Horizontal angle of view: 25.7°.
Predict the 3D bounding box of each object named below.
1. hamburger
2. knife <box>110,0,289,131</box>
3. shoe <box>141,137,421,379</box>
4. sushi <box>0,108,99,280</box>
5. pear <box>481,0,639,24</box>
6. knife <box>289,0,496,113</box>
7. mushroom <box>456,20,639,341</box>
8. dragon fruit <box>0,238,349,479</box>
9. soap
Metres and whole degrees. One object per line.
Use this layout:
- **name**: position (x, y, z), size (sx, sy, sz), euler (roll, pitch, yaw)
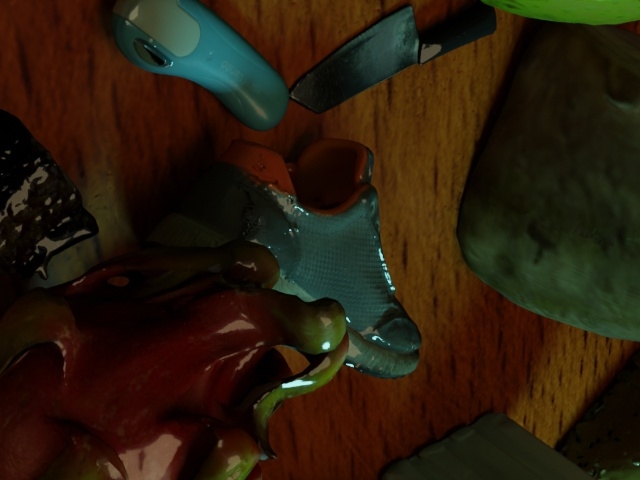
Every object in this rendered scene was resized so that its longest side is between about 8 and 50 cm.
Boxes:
- **hamburger**: position (0.442, 0.288, 1.883), size (0.288, 0.192, 0.168), euler (-48, 135, -10)
- **knife**: position (-0.085, -0.133, 1.039), size (0.064, 0.031, 0.222), euler (-59, 149, 0)
- **shoe**: position (0.000, 0.000, 1.182), size (0.336, 0.132, 0.171), euler (31, 85, -52)
- **sushi**: position (-0.211, -0.031, 0.919), size (0.084, 0.094, 0.098), euler (-42, 140, -15)
- **pear**: position (0.192, -0.317, 0.938), size (0.391, 0.391, 0.391), euler (-30, 138, -31)
- **knife**: position (0.060, -0.164, 1.195), size (0.230, 0.028, 0.060), euler (-30, 126, -27)
- **mushroom**: position (0.338, -0.004, 1.328), size (0.224, 0.397, 0.314), euler (5, 118, -49)
- **dragon fruit**: position (-0.139, 0.121, 0.976), size (0.307, 0.227, 0.243), euler (-3, 127, -16)
- **soap**: position (0.248, 0.347, 1.550), size (0.208, 0.347, 0.115), euler (-22, 132, -39)
